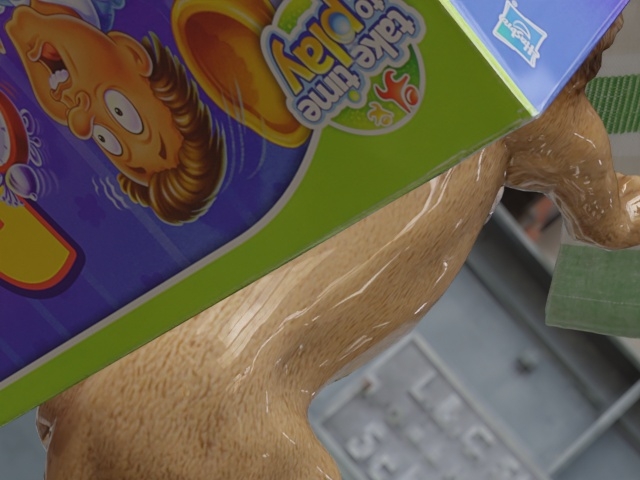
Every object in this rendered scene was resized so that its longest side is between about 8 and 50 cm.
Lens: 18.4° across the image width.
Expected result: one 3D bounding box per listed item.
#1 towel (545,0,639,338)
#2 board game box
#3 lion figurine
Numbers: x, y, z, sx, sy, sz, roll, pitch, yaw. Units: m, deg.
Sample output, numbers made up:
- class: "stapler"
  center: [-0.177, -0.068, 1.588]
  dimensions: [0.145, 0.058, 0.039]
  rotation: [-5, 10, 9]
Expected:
- class: "towel"
  center: [0.221, -0.101, 1.105]
  dimensions: [0.248, 0.038, 0.325]
  rotation: [-174, -85, -68]
- class: "board game box"
  center: [-0.118, -0.070, 0.526]
  dimensions: [0.233, 0.078, 0.347]
  rotation: [50, -46, -9]
- class: "lion figurine"
  center: [0.000, 0.000, 0.702]
  dimensions: [0.142, 0.392, 0.240]
  rotation: [16, -20, 32]
